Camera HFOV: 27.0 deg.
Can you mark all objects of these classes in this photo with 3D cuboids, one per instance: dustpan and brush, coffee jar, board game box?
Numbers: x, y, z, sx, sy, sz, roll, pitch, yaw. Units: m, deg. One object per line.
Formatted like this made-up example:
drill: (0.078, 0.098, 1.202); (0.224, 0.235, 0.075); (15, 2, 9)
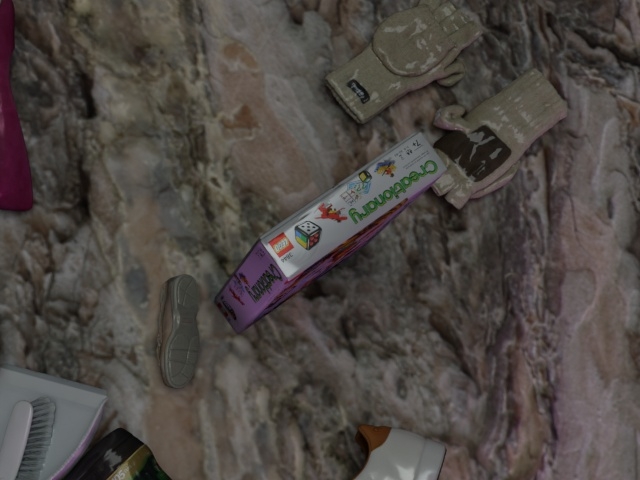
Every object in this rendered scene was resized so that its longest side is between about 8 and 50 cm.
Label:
dustpan and brush: (-0.314, 0.236, 1.349); (0.147, 0.060, 0.211); (11, 80, 23)
coffee jar: (-0.175, 0.283, 1.367); (0.184, 0.079, 0.096); (44, 91, 4)
board game box: (0.000, 0.000, 1.367); (0.193, 0.305, 0.053); (-35, 86, -17)

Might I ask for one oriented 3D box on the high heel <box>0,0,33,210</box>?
high heel: (-0.348, -0.153, 1.476); (0.117, 0.082, 0.244); (26, 55, -33)

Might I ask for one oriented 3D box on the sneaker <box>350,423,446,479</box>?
sneaker: (0.032, 0.330, 1.397); (0.123, 0.106, 0.290); (20, 64, 5)

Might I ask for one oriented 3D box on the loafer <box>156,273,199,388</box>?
loafer: (-0.158, 0.100, 1.453); (0.045, 0.039, 0.125); (16, 72, -41)

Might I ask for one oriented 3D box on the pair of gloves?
pair of gloves: (0.150, -0.166, 1.582); (0.240, 0.042, 0.204); (43, 75, 5)
